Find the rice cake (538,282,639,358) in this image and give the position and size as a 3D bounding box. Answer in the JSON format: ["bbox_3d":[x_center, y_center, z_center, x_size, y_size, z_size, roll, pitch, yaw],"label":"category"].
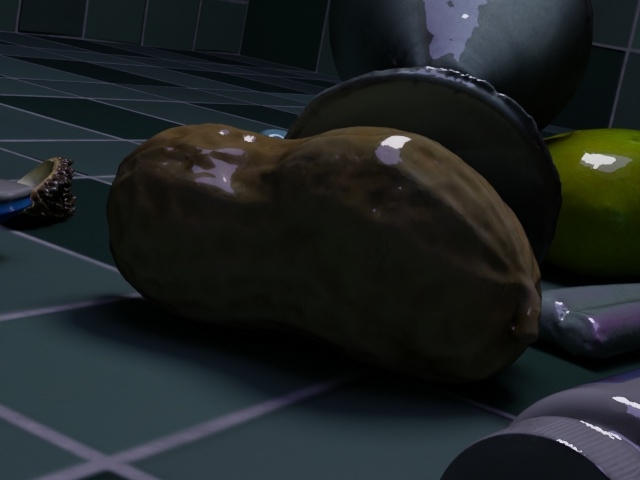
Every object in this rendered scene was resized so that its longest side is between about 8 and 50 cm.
[{"bbox_3d":[0.250,0.062,0.915,0.080,0.042,0.222,19,14,42],"label":"rice cake"}]

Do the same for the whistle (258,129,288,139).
[{"bbox_3d":[0.037,-0.050,1.142,0.274,0.093,0.186,10,27,-14],"label":"whistle"}]

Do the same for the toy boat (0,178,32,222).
[{"bbox_3d":[-0.335,-0.036,0.744,0.295,0.088,0.129,2,15,-34],"label":"toy boat"}]

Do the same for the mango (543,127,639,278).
[{"bbox_3d":[0.318,-0.042,1.162,0.273,0.149,0.185,-6,16,-19],"label":"mango"}]

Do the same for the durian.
[{"bbox_3d":[-0.243,-0.046,0.963,0.066,0.052,0.130,5,13,-14],"label":"durian"}]

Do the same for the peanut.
[{"bbox_3d":[0.004,-0.007,0.723,0.291,0.159,0.143,14,31,11],"label":"peanut"}]

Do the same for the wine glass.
[{"bbox_3d":[0.100,-0.114,0.960,0.267,0.267,0.406,12,31,7],"label":"wine glass"}]

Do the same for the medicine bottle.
[{"bbox_3d":[0.132,0.105,0.454,0.103,0.102,0.187,20,16,38],"label":"medicine bottle"}]
